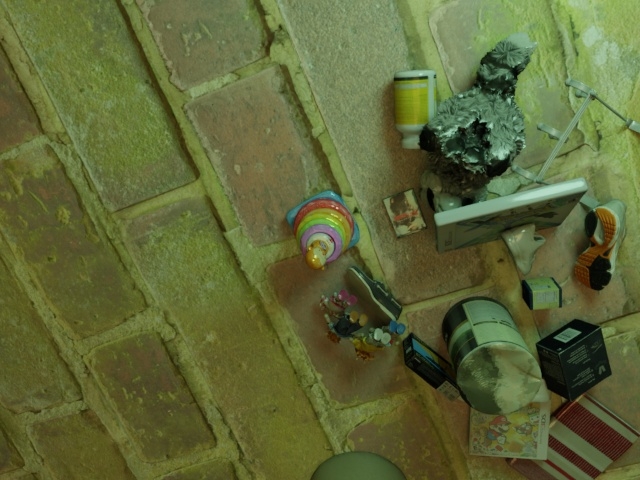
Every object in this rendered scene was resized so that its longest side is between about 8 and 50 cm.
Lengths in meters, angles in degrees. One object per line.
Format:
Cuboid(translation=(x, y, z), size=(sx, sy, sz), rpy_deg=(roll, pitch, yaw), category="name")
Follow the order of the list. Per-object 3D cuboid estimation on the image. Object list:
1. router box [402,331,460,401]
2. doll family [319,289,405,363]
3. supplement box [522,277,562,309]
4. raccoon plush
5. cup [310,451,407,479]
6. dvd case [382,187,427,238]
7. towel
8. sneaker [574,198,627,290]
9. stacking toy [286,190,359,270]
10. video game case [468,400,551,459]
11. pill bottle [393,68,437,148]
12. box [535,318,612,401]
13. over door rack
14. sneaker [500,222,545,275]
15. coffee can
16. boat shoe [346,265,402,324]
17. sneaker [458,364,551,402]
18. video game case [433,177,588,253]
Cuboid(translation=(0.313, 0.356, 1.547), size=(0.179, 0.133, 0.046), rpy_deg=(40, 107, -9), category="router box")
Cuboid(translation=(0.094, 0.257, 1.525), size=(0.263, 0.118, 0.163), rpy_deg=(32, 146, -5), category="doll family")
Cuboid(translation=(0.599, 0.143, 1.479), size=(0.083, 0.083, 0.056), rpy_deg=(-5, 108, 7), category="supplement box")
Cuboid(translation=(0.406, -0.242, 1.348), size=(0.216, 0.299, 0.446), rpy_deg=(39, 77, 18), category="raccoon plush")
Cuboid(translation=(0.117, 0.862, 1.679), size=(0.332, 0.237, 0.330), rpy_deg=(1, 108, 5), category="cup")
Cuboid(translation=(0.229, -0.072, 1.475), size=(0.087, 0.013, 0.119), rpy_deg=(-19, 106, 11), category="dvd case")
Cuboid(translation=(0.760, 0.626, 1.654), size=(0.237, 0.037, 0.329), rpy_deg=(36, 106, -5), category="towel")
Cuboid(translation=(0.746, 0.012, 1.420), size=(0.121, 0.099, 0.262), rpy_deg=(-29, 132, -29), category="sneaker")
Cuboid(translation=(0.000, 0.000, 1.366), size=(0.166, 0.302, 0.175), rpy_deg=(-28, 103, 13), category="stacking toy")
Cuboid(translation=(0.562, 0.552, 1.630), size=(0.227, 0.026, 0.206), rpy_deg=(1, 102, 9), category="video game case")
Cuboid(translation=(0.234, -0.323, 1.344), size=(0.103, 0.103, 0.183), rpy_deg=(-2, 108, 6), category="pill bottle")
Cuboid(translation=(0.693, 0.325, 1.497), size=(0.156, 0.093, 0.158), rpy_deg=(-25, 106, -17), category="box")
Cuboid(translation=(0.615, -0.224, 1.310), size=(0.325, 0.108, 0.239), rpy_deg=(13, 113, -35), category="over door rack")
Cuboid(translation=(0.533, 0.021, 1.399), size=(0.094, 0.080, 0.212), rpy_deg=(-31, 146, 12), category="sneaker")
Cuboid(translation=(0.440, 0.293, 1.441), size=(0.202, 0.275, 0.201), rpy_deg=(1, 108, 4), category="coffee can")
Cuboid(translation=(0.153, 0.145, 1.541), size=(0.065, 0.075, 0.206), rpy_deg=(-43, 97, -28), category="boat shoe")
Cuboid(translation=(0.519, 0.395, 1.567), size=(0.291, 0.106, 0.122), rpy_deg=(-2, 106, -6), category="sneaker")
Cuboid(translation=(0.444, -0.049, 1.332), size=(0.330, 0.300, 0.036), rpy_deg=(-14, 74, 9), category="video game case")
